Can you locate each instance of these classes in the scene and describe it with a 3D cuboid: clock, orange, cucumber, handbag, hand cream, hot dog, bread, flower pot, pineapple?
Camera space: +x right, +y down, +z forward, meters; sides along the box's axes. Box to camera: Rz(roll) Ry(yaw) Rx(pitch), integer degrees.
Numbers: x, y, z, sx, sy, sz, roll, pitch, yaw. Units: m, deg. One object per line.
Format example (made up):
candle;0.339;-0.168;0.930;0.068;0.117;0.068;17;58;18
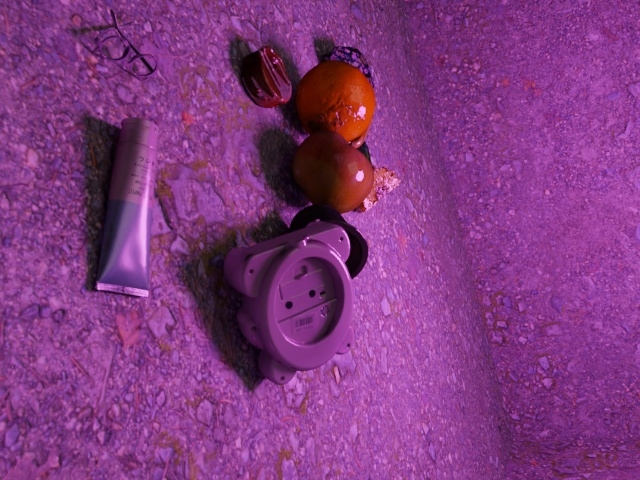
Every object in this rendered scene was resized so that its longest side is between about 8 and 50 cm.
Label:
clock;-0.050;0.138;1.197;0.295;0.113;0.323;-20;109;-32
orange;0.046;-0.413;1.593;0.246;0.246;0.246;35;49;-52
cucumber;0.165;-0.275;1.954;0.056;0.056;0.250;-1;82;-62
handbag;0.113;-0.591;1.905;0.208;0.126;0.228;61;26;1
hand cream;-0.336;-0.058;0.941;0.111;0.070;0.313;26;63;-58
hot dog;0.128;-0.408;1.917;0.076;0.102;0.249;108;-1;-49
bread;-0.145;-0.436;1.433;0.160;0.073;0.161;42;39;-48
flower pot;0.000;0.000;1.390;0.235;0.235;0.148;53;17;-37
pineapple;0.183;-0.205;1.871;0.233;0.079;0.135;-38;104;-37

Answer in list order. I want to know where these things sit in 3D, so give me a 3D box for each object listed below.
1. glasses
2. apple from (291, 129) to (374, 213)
glasses;-0.382;-0.383;1.020;0.140;0.062;0.104;16;42;-59
apple;0.031;-0.189;1.490;0.261;0.194;0.261;46;-2;2
